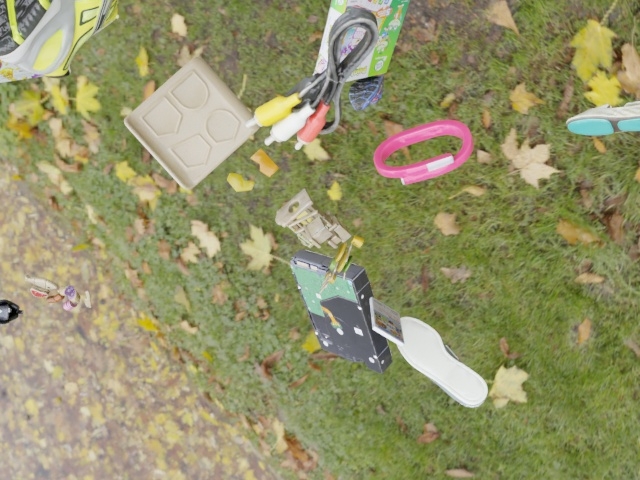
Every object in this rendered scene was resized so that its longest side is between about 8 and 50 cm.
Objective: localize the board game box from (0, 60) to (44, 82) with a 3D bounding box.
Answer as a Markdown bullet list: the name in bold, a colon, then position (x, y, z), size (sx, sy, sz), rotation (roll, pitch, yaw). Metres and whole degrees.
- **board game box**: position (-0.681, -0.497, 1.333), size (0.142, 0.144, 0.275), rotation (44, 135, 23)

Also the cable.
- **cable**: position (0.011, -0.222, 0.941), size (0.287, 0.139, 0.072), rotation (-30, 50, 50)

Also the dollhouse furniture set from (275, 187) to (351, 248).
- **dollhouse furniture set**: position (0.000, 0.000, 1.480), size (0.101, 0.182, 0.161), rotation (-39, 42, 12)

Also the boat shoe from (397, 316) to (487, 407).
- **boat shoe**: position (0.322, 0.340, 1.724), size (0.116, 0.099, 0.319), rotation (-43, 61, -11)

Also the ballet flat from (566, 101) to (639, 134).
- **ballet flat**: position (0.536, -0.223, 1.130), size (0.168, 0.057, 0.052), rotation (7, 63, 37)

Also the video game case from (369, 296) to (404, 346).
- **video game case**: position (0.155, 0.189, 1.467), size (0.087, 0.122, 0.011), rotation (32, 114, -16)

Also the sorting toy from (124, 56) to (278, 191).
- **sorting toy**: position (-0.253, -0.226, 1.403), size (0.229, 0.041, 0.307), rotation (-42, 96, -6)

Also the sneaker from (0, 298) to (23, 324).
- **sneaker**: position (-0.403, 0.083, 0.749), size (0.069, 0.098, 0.038), rotation (2, 89, 20)

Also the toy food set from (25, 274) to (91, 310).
- **toy food set**: position (-0.510, 0.108, 1.212), size (0.122, 0.019, 0.078), rotation (13, 139, -4)

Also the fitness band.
- **fitness band**: position (0.300, -0.261, 1.829), size (0.290, 0.209, 0.054), rotation (-15, 130, 13)

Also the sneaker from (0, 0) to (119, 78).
- **sneaker**: position (-0.361, -0.424, 0.959), size (0.145, 0.147, 0.385), rotation (39, 90, 19)

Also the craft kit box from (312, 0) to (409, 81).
- **craft kit box**: position (0.109, -0.538, 1.620), size (0.061, 0.249, 0.247), rotation (45, 138, 25)

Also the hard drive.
- **hard drive**: position (0.057, 0.191, 1.696), size (0.237, 0.064, 0.339), rotation (14, 135, 42)

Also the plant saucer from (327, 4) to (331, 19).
- **plant saucer**: position (0.121, -0.659, 1.768), size (0.100, 0.400, 0.400), rotation (38, 114, 12)

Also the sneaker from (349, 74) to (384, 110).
- **sneaker**: position (0.145, -0.428, 1.798), size (0.083, 0.221, 0.087), rotation (2, 128, 25)

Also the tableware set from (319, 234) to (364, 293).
- **tableware set**: position (0.045, 0.042, 1.246), size (0.024, 0.104, 0.154), rotation (26, 142, -7)
